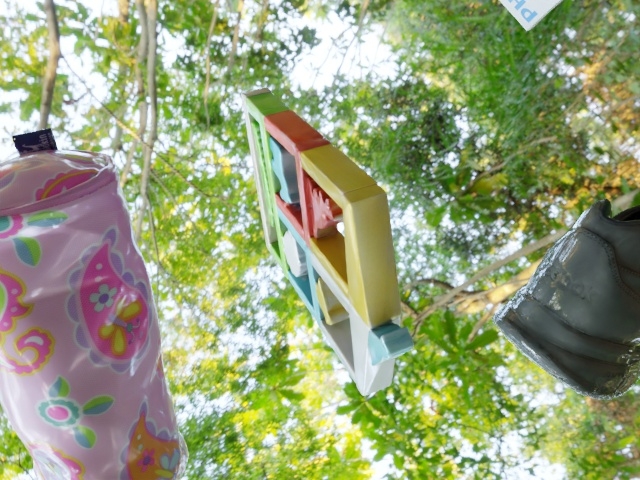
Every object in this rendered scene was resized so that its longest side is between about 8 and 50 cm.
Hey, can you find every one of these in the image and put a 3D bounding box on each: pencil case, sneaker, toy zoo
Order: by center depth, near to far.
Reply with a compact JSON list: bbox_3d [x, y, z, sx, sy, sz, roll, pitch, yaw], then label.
[{"bbox_3d":[-0.175,0.074,0.392,0.124,0.284,0.124,-4,-153,2],"label":"pencil case"},{"bbox_3d":[0.257,0.039,0.415,0.286,0.130,0.109,4,-153,-42],"label":"sneaker"},{"bbox_3d":[0.000,0.000,0.487,0.030,0.192,0.293,-18,-144,-17],"label":"toy zoo"}]

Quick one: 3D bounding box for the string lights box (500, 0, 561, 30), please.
[{"bbox_3d":[0.184,-0.225,0.258,0.133,0.260,0.077,-44,-88,-14],"label":"string lights box"}]
